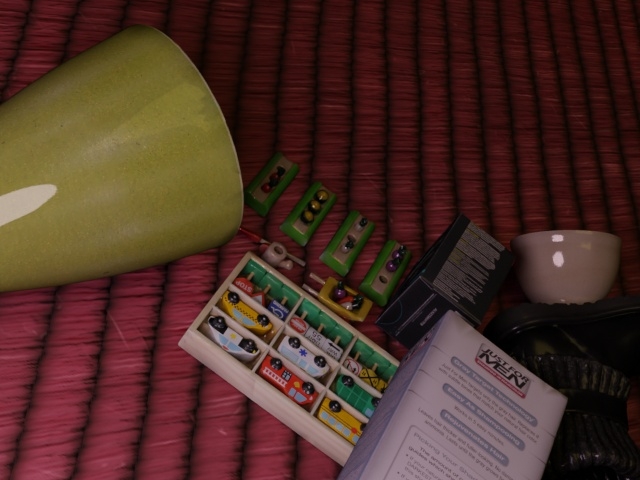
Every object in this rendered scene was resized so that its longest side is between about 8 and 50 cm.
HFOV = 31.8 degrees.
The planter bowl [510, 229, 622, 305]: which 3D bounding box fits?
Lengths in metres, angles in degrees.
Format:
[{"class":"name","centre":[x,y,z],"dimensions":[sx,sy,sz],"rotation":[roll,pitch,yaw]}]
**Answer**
[{"class":"planter bowl","centre":[0.360,0.054,1.645],"dimensions":[0.162,0.162,0.109],"rotation":[9,75,-29]}]

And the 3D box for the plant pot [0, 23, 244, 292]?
[{"class":"plant pot","centre":[-0.282,-0.061,1.239],"dimensions":[0.294,0.274,0.274],"rotation":[-27,72,-28]}]

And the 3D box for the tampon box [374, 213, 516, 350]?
[{"class":"tampon box","centre":[0.171,0.067,1.512],"dimensions":[0.101,0.120,0.161],"rotation":[39,43,0]}]

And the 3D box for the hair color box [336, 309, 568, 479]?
[{"class":"hair color box","centre":[0.135,0.264,1.260],"dimensions":[0.185,0.113,0.374],"rotation":[37,40,-1]}]

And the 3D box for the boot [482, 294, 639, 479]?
[{"class":"boot","centre":[0.403,0.217,1.534],"dimensions":[0.348,0.131,0.260],"rotation":[-2,49,-23]}]

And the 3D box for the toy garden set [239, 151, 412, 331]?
[{"class":"toy garden set","centre":[0.000,0.000,1.505],"dimensions":[0.244,0.049,0.203],"rotation":[37,42,-2]}]

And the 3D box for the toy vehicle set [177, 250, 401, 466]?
[{"class":"toy vehicle set","centre":[-0.024,0.146,1.375],"dimensions":[0.267,0.035,0.166],"rotation":[36,42,-3]}]
